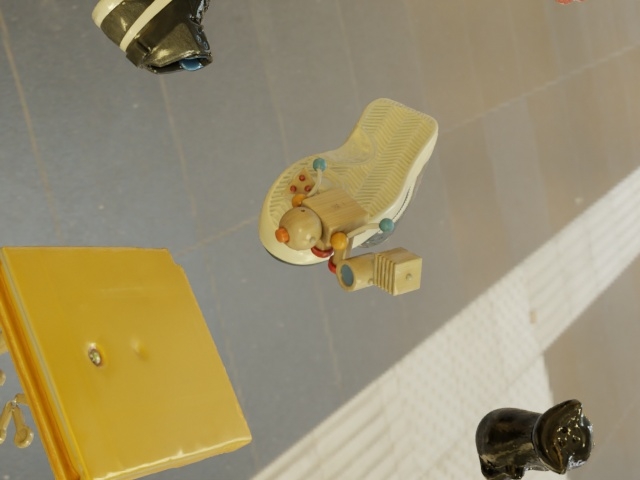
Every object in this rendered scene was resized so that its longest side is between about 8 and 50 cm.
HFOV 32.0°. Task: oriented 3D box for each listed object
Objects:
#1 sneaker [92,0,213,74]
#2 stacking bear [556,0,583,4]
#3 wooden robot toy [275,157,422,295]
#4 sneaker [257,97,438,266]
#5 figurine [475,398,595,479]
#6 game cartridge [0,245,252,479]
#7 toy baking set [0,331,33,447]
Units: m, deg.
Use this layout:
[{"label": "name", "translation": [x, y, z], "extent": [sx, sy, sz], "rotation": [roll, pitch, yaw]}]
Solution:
[{"label": "sneaker", "translation": [-0.141, -0.264, 1.277], "extent": [0.217, 0.079, 0.121], "rotation": [-38, 89, -22]}, {"label": "stacking bear", "translation": [0.150, -0.301, 0.880], "extent": [0.175, 0.164, 0.289], "rotation": [42, 23, 17]}, {"label": "wooden robot toy", "translation": [0.000, 0.000, 0.917], "extent": [0.079, 0.173, 0.076], "rotation": [-15, 135, -35]}, {"label": "sneaker", "translation": [0.034, -0.034, 1.302], "extent": [0.350, 0.131, 0.148], "rotation": [-42, 155, -50]}, {"label": "figurine", "translation": [0.210, 0.266, 1.107], "extent": [0.209, 0.092, 0.215], "rotation": [114, -13, -75]}, {"label": "game cartridge", "translation": [-0.233, 0.141, 1.336], "extent": [0.323, 0.052, 0.285], "rotation": [3, 60, -62]}, {"label": "toy baking set", "translation": [-0.457, 0.214, 1.558], "extent": [0.030, 0.256, 0.197], "rotation": [41, 34, -45]}]
